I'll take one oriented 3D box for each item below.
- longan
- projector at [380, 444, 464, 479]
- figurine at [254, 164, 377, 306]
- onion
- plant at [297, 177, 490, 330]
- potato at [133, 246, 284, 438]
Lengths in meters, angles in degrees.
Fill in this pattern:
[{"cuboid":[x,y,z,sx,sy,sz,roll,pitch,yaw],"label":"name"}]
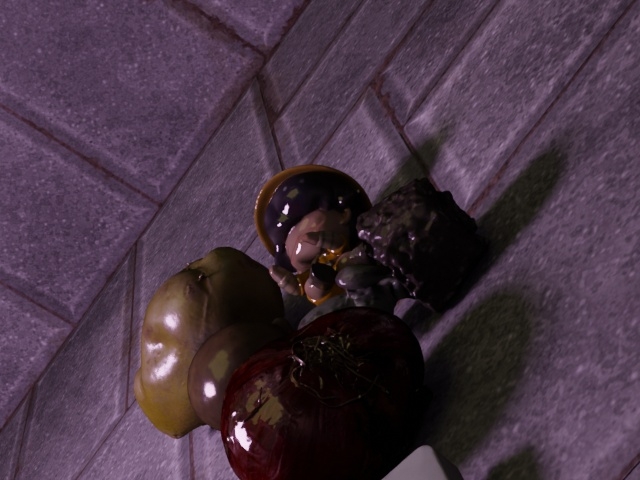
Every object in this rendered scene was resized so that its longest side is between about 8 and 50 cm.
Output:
[{"cuboid":[-0.109,0.197,1.922,0.204,0.159,0.185,-50,7,-27],"label":"longan"},{"cuboid":[0.067,0.364,1.249,0.257,0.079,0.259,-44,26,10],"label":"projector"},{"cuboid":[0.003,0.002,1.960,0.192,0.167,0.256,-37,46,18],"label":"figurine"},{"cuboid":[0.009,0.198,1.526,0.221,0.281,0.281,27,82,29],"label":"onion"},{"cuboid":[0.084,0.049,1.672,0.274,0.146,0.149,-50,21,23],"label":"plant"},{"cuboid":[-0.193,0.173,2.097,0.202,0.218,0.351,37,120,35],"label":"potato"}]
